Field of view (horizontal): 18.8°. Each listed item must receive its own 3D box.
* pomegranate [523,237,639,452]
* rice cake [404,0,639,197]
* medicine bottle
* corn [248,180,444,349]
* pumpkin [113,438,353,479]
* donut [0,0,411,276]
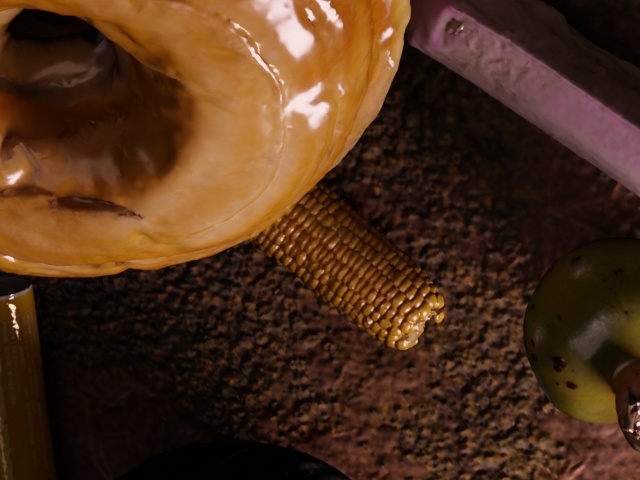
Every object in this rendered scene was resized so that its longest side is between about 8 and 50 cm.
[{"bbox_3d":[0.208,0.068,1.266,0.159,0.129,0.129,37,127,49],"label":"pomegranate"},{"bbox_3d":[0.219,-0.061,1.247,0.399,0.064,0.070,35,146,10],"label":"rice cake"},{"bbox_3d":[-0.249,0.140,1.559,0.074,0.074,0.218,3,108,25],"label":"medicine bottle"},{"bbox_3d":[0.000,0.000,1.386,0.207,0.068,0.068,40,120,7],"label":"corn"},{"bbox_3d":[-0.053,0.286,1.426,0.315,0.238,0.315,10,105,41],"label":"pumpkin"},{"bbox_3d":[-0.164,-0.144,1.205,0.448,0.198,0.449,-1,138,0],"label":"donut"}]
